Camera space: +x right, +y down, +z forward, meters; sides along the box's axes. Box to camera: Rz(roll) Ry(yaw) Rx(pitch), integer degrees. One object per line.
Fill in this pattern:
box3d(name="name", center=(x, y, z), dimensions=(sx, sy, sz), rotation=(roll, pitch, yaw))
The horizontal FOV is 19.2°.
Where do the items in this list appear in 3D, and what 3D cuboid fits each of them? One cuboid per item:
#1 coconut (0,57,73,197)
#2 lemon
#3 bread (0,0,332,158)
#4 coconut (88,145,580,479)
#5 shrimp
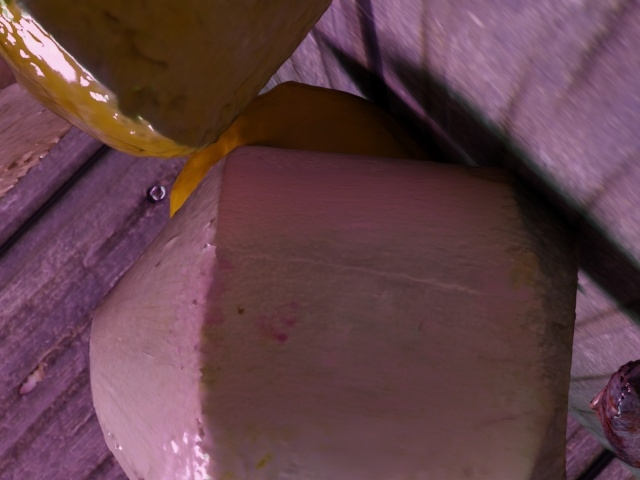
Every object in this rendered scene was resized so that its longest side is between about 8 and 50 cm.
box3d(name="coconut", center=(-0.307, -0.235, 1.403), dimensions=(0.404, 0.404, 0.404), rotation=(45, 179, 1))
box3d(name="lemon", center=(0.000, 0.000, 1.469), dimensions=(0.233, 0.233, 0.288), rotation=(44, -178, 32))
box3d(name="bread", center=(-0.091, -0.137, 0.946), dimensions=(0.197, 0.170, 0.197), rotation=(45, 177, 3))
box3d(name="coconut", center=(0.005, 0.088, 1.214), dimensions=(0.310, 0.297, 0.297), rotation=(5, 174, 6))
box3d(name="shrimp", center=(0.252, 0.139, 1.441), dimensions=(0.075, 0.073, 0.190), rotation=(50, 177, 37))
